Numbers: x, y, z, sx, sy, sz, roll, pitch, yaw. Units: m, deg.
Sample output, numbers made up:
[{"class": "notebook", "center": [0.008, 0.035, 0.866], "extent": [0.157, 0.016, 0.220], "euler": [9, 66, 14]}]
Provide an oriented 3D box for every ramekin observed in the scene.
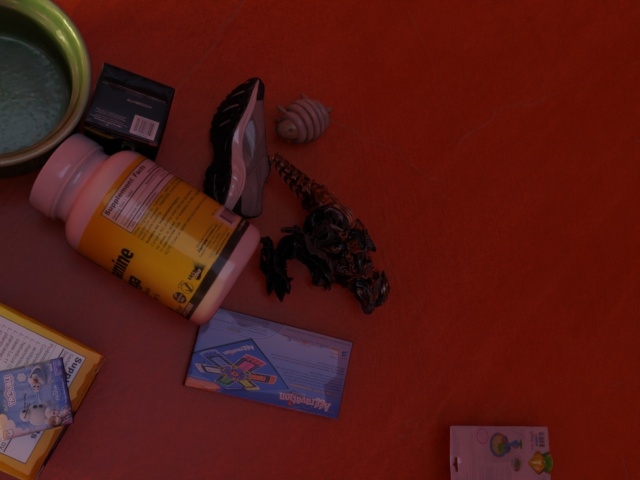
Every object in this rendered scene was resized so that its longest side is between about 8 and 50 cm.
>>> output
[{"class": "ramekin", "center": [-0.520, -0.244, 1.094], "extent": [0.303, 0.148, 0.303], "euler": [3, 79, -18]}]

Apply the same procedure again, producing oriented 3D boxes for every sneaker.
[{"class": "sneaker", "center": [-0.137, -0.165, 1.248], "extent": [0.108, 0.100, 0.272], "euler": [20, 70, -39]}]

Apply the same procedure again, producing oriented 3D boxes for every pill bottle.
[{"class": "pill bottle", "center": [-0.279, -0.023, 1.112], "extent": [0.334, 0.188, 0.188], "euler": [32, 72, -6]}]

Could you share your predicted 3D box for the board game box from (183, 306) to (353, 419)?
[{"class": "board game box", "center": [-0.087, 0.216, 1.224], "extent": [0.281, 0.027, 0.145], "euler": [17, 74, -15]}]

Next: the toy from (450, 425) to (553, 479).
[{"class": "toy", "center": [0.333, 0.423, 1.315], "extent": [0.237, 0.056, 0.137], "euler": [7, 75, -22]}]

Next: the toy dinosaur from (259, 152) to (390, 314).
[{"class": "toy dinosaur", "center": [0.000, 0.000, 1.249], "extent": [0.322, 0.164, 0.218], "euler": [44, 46, 8]}]

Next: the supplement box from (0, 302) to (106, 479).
[{"class": "supplement box", "center": [-0.518, 0.174, 0.999], "extent": [0.356, 0.195, 0.194], "euler": [30, 73, -11]}]

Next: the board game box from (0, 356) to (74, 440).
[{"class": "board game box", "center": [-0.383, 0.210, 0.922], "extent": [0.090, 0.020, 0.090], "euler": [-11, 85, -18]}]

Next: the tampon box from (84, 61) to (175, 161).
[{"class": "tampon box", "center": [-0.318, -0.200, 1.147], "extent": [0.120, 0.161, 0.101], "euler": [18, 76, -14]}]

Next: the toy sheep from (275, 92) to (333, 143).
[{"class": "toy sheep", "center": [-0.028, -0.226, 1.291], "extent": [0.132, 0.091, 0.091], "euler": [-34, 92, -26]}]
